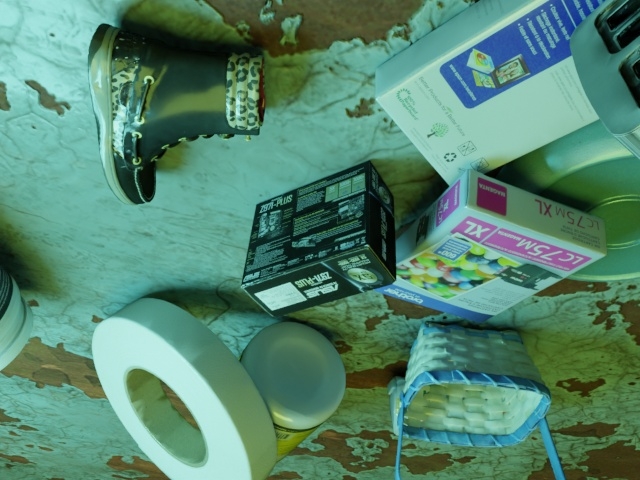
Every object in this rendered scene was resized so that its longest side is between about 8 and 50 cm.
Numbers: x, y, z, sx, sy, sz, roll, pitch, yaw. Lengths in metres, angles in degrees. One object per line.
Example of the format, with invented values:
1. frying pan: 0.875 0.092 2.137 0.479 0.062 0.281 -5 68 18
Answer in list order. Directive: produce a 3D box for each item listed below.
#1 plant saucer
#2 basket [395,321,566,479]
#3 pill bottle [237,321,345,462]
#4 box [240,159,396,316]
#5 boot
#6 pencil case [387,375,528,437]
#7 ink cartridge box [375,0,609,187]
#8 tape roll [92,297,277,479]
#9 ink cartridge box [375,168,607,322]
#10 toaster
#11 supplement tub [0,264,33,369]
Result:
1. plant saucer: 0.374 -0.033 0.714 0.317 0.044 0.318 6 144 4
2. basket: 0.251 0.287 0.926 0.254 0.289 0.201 8 129 1
3. pill bottle: -0.101 0.307 1.063 0.187 0.188 0.334 18 138 -16
4. box: 0.000 0.000 0.731 0.180 0.148 0.077 -19 134 24
5. boot: -0.156 -0.123 0.653 0.178 0.085 0.237 5 139 -4
6. pencil case: 0.268 0.321 1.102 0.272 0.114 0.124 -2 127 7
7. ink cartridge box: 0.233 -0.185 0.562 0.332 0.065 0.165 -24 131 31
8. tape roll: -0.242 0.282 0.978 0.391 0.072 0.393 21 127 29
9. ink cartridge box: 0.195 0.033 0.765 0.185 0.065 0.311 18 153 -11
10. toaster: 0.296 -0.140 0.436 0.110 0.168 0.185 28 133 -22
11. supplement tub: -0.575 0.074 0.835 0.190 0.191 0.272 -5 138 11
